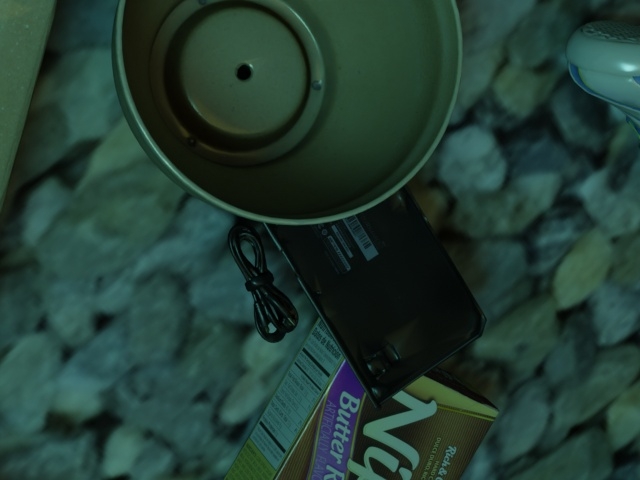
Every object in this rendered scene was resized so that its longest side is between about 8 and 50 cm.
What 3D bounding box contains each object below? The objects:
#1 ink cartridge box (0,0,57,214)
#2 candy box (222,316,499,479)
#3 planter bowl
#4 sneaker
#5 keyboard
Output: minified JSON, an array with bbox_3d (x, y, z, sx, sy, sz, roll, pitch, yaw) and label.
[{"bbox_3d":[-0.256,-0.054,0.747,0.234,0.088,0.193,11,103,-27],"label":"ink cartridge box"},{"bbox_3d":[0.005,0.146,0.955,0.109,0.053,0.187,28,97,-28],"label":"candy box"},{"bbox_3d":[-0.027,-0.084,0.811,0.162,0.109,0.162,1,86,-17],"label":"planter bowl"},{"bbox_3d":[0.226,-0.041,0.963,0.240,0.091,0.126,13,103,-28],"label":"sneaker"},{"bbox_3d":[0.000,0.000,0.885,0.108,0.023,0.180,-33,97,-16],"label":"keyboard"}]
